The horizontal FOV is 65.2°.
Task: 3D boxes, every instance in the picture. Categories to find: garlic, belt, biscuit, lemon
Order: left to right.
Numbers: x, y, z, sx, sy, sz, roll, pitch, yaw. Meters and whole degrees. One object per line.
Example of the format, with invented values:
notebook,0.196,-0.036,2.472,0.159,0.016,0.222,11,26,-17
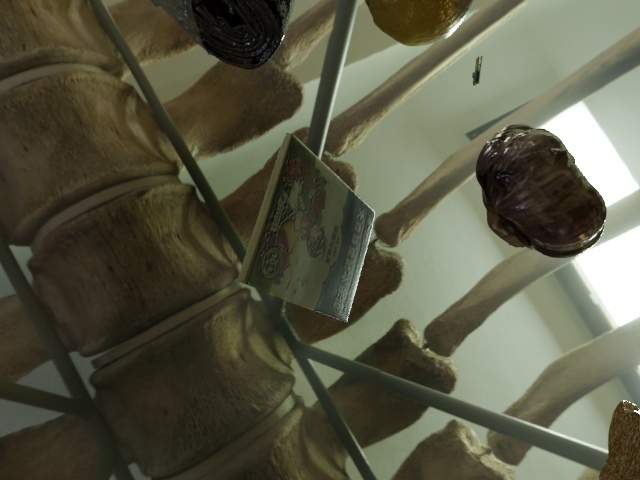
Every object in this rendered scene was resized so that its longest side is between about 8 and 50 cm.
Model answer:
belt,-0.178,-0.453,0.876,0.289,0.184,0.164,36,-125,-34
lemon,0.180,-0.463,0.892,0.204,0.260,0.204,-1,-109,4
garlic,0.335,-0.074,0.803,0.161,0.245,0.244,-33,-94,22
biscuit,0.360,0.244,0.547,0.036,0.250,0.165,16,-109,20

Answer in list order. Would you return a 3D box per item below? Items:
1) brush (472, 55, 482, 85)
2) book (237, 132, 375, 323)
brush,0.339,-0.371,1.085,0.013,0.016,0.083,31,-120,-27
book,0.000,0.000,0.819,0.018,0.322,0.228,10,-102,32
